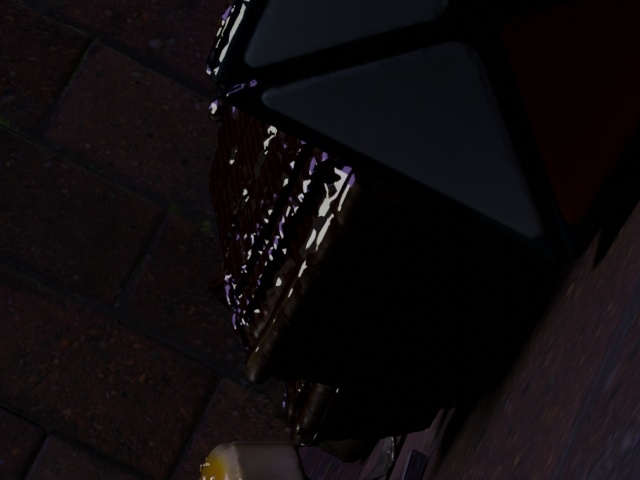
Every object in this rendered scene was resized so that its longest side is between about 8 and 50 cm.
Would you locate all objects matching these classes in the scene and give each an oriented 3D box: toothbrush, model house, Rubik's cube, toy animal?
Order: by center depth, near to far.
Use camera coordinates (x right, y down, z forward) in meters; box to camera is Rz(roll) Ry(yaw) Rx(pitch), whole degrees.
[{"bbox_3d":[0.111,-0.174,1.016,0.250,0.248,0.246,-62,-1,33],"label":"Rubik's cube"},{"bbox_3d":[0.000,0.000,1.221,0.317,0.297,0.282,-61,-4,34],"label":"model house"},{"bbox_3d":[0.050,0.208,1.222,0.017,0.014,0.194,-64,0,33],"label":"toothbrush"},{"bbox_3d":[0.052,0.116,1.580,0.219,0.095,0.155,-62,7,-13],"label":"toy animal"}]

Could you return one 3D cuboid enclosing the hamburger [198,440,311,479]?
[{"bbox_3d":[-0.040,0.239,1.358,0.116,0.173,0.210,-26,-1,-3],"label":"hamburger"}]

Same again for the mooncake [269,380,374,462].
[{"bbox_3d":[0.038,0.116,1.858,0.228,0.124,0.228,-62,-1,-2],"label":"mooncake"}]
